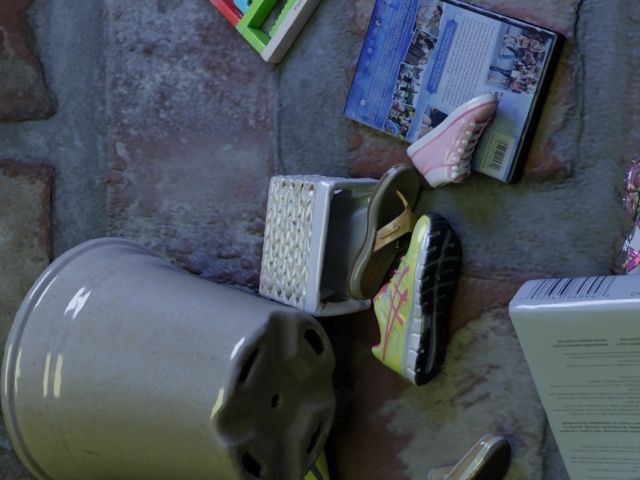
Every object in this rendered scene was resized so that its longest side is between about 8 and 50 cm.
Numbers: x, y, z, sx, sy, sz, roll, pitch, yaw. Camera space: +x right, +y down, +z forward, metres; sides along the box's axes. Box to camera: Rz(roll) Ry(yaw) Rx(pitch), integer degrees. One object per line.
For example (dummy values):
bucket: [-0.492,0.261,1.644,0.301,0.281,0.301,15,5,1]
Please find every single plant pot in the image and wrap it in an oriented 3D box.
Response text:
plant pot: [-0.160,0.176,1.723,0.305,0.334,0.333,7,97,36]

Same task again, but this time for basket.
basket: [0.000,0.000,1.736,0.103,0.113,0.167,14,102,39]

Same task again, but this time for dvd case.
dvd case: [0.152,-0.192,1.665,0.253,0.022,0.180,26,107,33]

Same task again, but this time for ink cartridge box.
ink cartridge box: [0.392,0.182,1.453,0.324,0.071,0.330,-4,120,36]

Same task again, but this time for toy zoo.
toy zoo: [-0.099,-0.396,1.830,0.293,0.030,0.192,48,119,24]

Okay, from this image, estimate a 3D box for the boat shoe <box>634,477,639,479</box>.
boat shoe: [0.435,0.361,1.384,0.367,0.156,0.136,24,129,26]

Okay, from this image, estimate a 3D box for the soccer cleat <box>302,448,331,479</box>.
soccer cleat: [-0.002,0.371,1.792,0.121,0.093,0.289,1,89,6]

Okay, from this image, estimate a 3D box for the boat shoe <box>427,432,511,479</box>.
boat shoe: [0.155,0.292,1.671,0.072,0.068,0.190,48,119,37]

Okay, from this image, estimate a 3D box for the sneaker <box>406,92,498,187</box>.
sneaker: [0.164,-0.109,1.617,0.134,0.051,0.070,-38,73,35]

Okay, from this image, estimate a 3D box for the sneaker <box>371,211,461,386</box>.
sneaker: [0.103,0.064,1.682,0.094,0.081,0.208,19,104,36]

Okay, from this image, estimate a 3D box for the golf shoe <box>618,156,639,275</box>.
golf shoe: [0.363,0.004,1.493,0.086,0.067,0.186,5,96,35]

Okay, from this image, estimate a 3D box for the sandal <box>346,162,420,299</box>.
sandal: [0.085,-0.005,1.690,0.049,0.072,0.180,30,107,38]
